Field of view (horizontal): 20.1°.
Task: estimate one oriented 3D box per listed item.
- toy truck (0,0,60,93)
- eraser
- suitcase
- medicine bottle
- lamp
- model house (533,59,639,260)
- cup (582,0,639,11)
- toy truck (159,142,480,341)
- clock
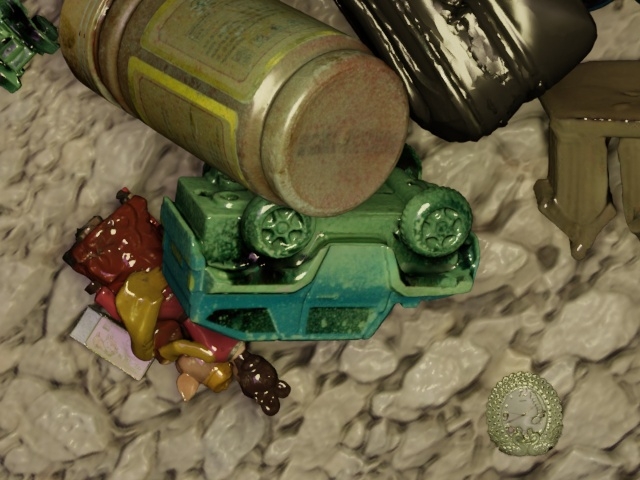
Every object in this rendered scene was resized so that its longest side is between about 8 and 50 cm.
[{"bbox_3d":[-0.325,-0.219,1.724,0.080,0.078,0.154,-44,90,8],"label":"toy truck"},{"bbox_3d":[-0.201,0.099,1.766,0.083,0.019,0.038,33,98,2],"label":"eraser"},{"bbox_3d":[0.085,-0.257,1.559,0.188,0.339,0.345,-34,91,2],"label":"suitcase"},{"bbox_3d":[-0.078,-0.142,1.544,0.322,0.151,0.151,33,98,43],"label":"medicine bottle"},{"bbox_3d":[-0.133,0.071,1.717,0.118,0.118,0.253,-43,93,6],"label":"lamp"},{"bbox_3d":[0.308,-0.064,1.669,0.229,0.122,0.188,1,107,18],"label":"model house"},{"bbox_3d":[0.273,-0.292,1.667,0.138,0.150,0.113,41,61,-1],"label":"cup"},{"bbox_3d":[0.000,0.000,1.635,0.279,0.155,0.156,1,113,-21],"label":"toy truck"},{"bbox_3d":[0.196,0.167,1.745,0.074,0.010,0.083,-4,93,5],"label":"clock"}]
